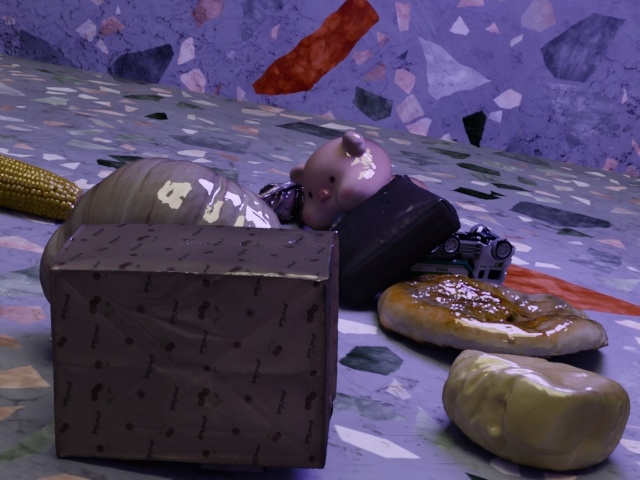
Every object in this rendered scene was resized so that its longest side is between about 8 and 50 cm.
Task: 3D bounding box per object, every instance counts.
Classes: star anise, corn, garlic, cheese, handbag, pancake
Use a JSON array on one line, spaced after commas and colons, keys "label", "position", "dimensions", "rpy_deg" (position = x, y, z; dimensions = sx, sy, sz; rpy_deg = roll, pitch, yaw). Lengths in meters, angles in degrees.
[{"label": "star anise", "position": [-0.047, -0.081, 2.409], "dimensions": [0.209, 0.089, 0.231], "rpy_deg": [7, 2, 17]}, {"label": "corn", "position": [-0.546, -0.098, 2.122], "dimensions": [0.260, 0.091, 0.091], "rpy_deg": [17, 13, 7]}, {"label": "garlic", "position": [-0.188, 0.023, 1.532], "dimensions": [0.317, 0.317, 0.259], "rpy_deg": [15, 42, 14]}, {"label": "cheese", "position": [0.272, 0.209, 1.533], "dimensions": [0.226, 0.117, 0.214], "rpy_deg": [4, 12, -44]}, {"label": "handbag", "position": [0.093, -0.013, 2.022], "dimensions": [0.247, 0.080, 0.223], "rpy_deg": [-37, 27, -8]}, {"label": "pancake", "position": [0.280, 0.118, 1.916], "dimensions": [0.387, 0.082, 0.387], "rpy_deg": [9, 11, -2]}]

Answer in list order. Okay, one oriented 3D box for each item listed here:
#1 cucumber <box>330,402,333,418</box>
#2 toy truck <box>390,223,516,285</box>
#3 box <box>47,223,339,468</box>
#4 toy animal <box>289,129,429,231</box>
[{"label": "cucumber", "position": [-0.008, 0.177, 1.552], "dimensions": [0.056, 0.056, 0.284], "rpy_deg": [10, 14, -2]}, {"label": "toy truck", "position": [0.214, 0.029, 2.122], "dimensions": [0.253, 0.124, 0.114], "rpy_deg": [6, 16, -24]}, {"label": "box", "position": [-0.129, 0.110, 1.312], "dimensions": [0.297, 0.225, 0.190], "rpy_deg": [1, 17, 1]}, {"label": "toy animal", "position": [0.089, -0.084, 2.246], "dimensions": [0.221, 0.229, 0.210], "rpy_deg": [-2, -23, -38]}]
